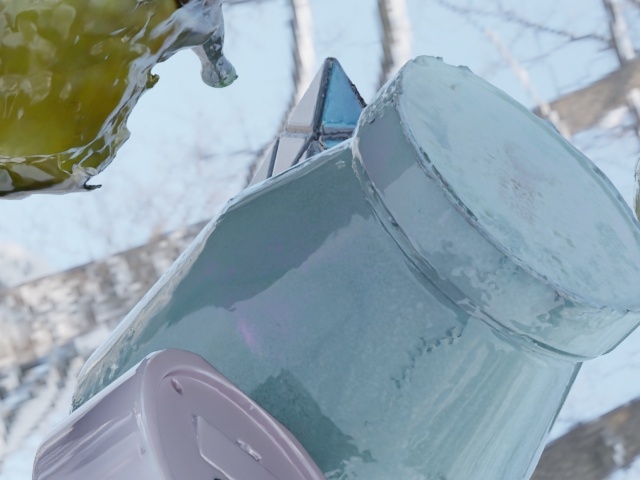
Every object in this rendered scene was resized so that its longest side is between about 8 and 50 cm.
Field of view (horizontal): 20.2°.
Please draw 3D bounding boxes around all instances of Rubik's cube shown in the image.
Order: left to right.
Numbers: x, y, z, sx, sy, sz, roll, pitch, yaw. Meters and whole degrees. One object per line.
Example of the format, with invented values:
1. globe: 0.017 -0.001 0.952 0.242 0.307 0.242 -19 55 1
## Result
1. Rubik's cube: 0.002 0.000 1.835 0.229 0.233 0.228 48 -15 30

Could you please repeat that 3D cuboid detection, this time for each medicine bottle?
1. medicine bottle: 0.030 0.061 1.043 0.290 0.245 0.245 -46 -111 27

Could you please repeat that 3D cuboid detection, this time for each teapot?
1. teapot: -0.098 -0.171 1.564 0.043 0.043 0.111 45 -14 26

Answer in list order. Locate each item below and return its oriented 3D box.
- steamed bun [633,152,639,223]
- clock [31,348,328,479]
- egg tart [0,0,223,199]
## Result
1. steamed bun: 0.272 -0.028 1.300 0.090 0.130 0.113 -3 -63 16
2. clock: -0.044 0.149 0.837 0.068 0.197 0.197 -36 -105 13
3. egg tart: -0.223 -0.098 1.035 0.345 0.345 0.132 -7 -98 48
